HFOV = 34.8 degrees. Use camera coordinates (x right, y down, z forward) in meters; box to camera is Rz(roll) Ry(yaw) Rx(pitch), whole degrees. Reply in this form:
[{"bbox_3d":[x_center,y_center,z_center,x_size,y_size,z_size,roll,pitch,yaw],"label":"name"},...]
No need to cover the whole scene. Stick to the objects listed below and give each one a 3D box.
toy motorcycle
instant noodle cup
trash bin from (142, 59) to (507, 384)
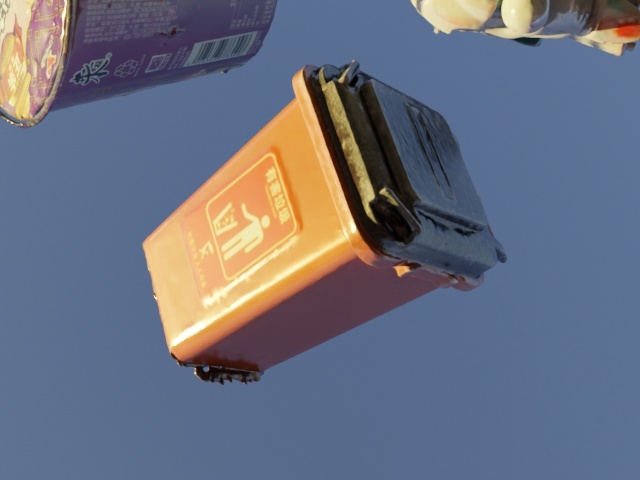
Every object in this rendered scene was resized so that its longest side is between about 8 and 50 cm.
[{"bbox_3d":[0.183,-0.228,0.952,0.260,0.110,0.171,13,-153,-3],"label":"toy motorcycle"},{"bbox_3d":[-0.217,-0.301,1.084,0.266,0.340,0.340,-13,-111,-36],"label":"instant noodle cup"},{"bbox_3d":[0.000,0.000,0.770,0.238,0.184,0.161,-35,-120,30],"label":"trash bin"}]
